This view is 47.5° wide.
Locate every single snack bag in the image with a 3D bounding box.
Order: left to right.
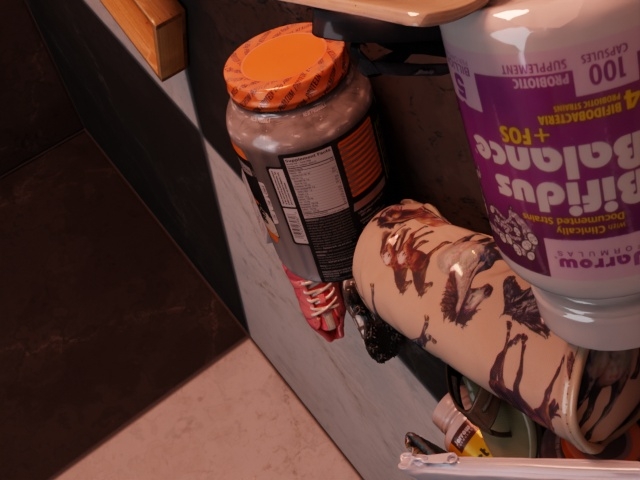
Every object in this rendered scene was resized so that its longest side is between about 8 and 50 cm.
[{"bbox_3d":[0.297,0.309,0.787,0.322,0.037,0.342,-9,140,34],"label":"snack bag"}]

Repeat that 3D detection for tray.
[{"bbox_3d":[-0.410,-0.537,1.455,0.411,0.076,0.203,53,163,9],"label":"tray"}]

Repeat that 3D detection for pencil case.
[{"bbox_3d":[0.194,0.066,0.830,0.159,0.184,0.410,31,178,-33],"label":"pencil case"}]

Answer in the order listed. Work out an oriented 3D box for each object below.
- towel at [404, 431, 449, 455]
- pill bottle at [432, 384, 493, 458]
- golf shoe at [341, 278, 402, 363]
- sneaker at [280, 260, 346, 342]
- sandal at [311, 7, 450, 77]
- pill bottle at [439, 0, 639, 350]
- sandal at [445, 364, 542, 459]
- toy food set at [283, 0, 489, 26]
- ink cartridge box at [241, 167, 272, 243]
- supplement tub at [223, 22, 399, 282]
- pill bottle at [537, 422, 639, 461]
[{"bbox_3d":[0.305,0.456,1.212,0.271,0.040,0.370,37,179,45],"label":"towel"},{"bbox_3d":[0.279,0.329,1.147,0.215,0.117,0.117,41,158,37],"label":"pill bottle"},{"bbox_3d":[0.096,0.142,1.391,0.094,0.077,0.198,-128,14,-64],"label":"golf shoe"},{"bbox_3d":[0.007,0.098,1.404,0.314,0.115,0.136,70,180,-60],"label":"sneaker"},{"bbox_3d":[0.082,-0.158,0.609,0.097,0.254,0.055,17,106,30],"label":"sandal"},{"bbox_3d":[0.202,-0.064,0.545,0.169,0.169,0.302,31,151,52],"label":"pill bottle"},{"bbox_3d":[0.220,0.199,1.041,0.120,0.086,0.303,-19,94,61],"label":"sandal"},{"bbox_3d":[0.039,-0.303,0.464,0.219,0.092,0.306,32,116,50],"label":"toy food set"},{"bbox_3d":[-0.097,-0.134,1.308,0.333,0.065,0.166,97,154,-68],"label":"ink cartridge box"},{"bbox_3d":[-0.007,-0.111,0.970,0.193,0.193,0.316,38,155,43],"label":"supplement tub"},{"bbox_3d":[0.337,0.296,0.914,0.130,0.130,0.246,43,159,34],"label":"pill bottle"}]
